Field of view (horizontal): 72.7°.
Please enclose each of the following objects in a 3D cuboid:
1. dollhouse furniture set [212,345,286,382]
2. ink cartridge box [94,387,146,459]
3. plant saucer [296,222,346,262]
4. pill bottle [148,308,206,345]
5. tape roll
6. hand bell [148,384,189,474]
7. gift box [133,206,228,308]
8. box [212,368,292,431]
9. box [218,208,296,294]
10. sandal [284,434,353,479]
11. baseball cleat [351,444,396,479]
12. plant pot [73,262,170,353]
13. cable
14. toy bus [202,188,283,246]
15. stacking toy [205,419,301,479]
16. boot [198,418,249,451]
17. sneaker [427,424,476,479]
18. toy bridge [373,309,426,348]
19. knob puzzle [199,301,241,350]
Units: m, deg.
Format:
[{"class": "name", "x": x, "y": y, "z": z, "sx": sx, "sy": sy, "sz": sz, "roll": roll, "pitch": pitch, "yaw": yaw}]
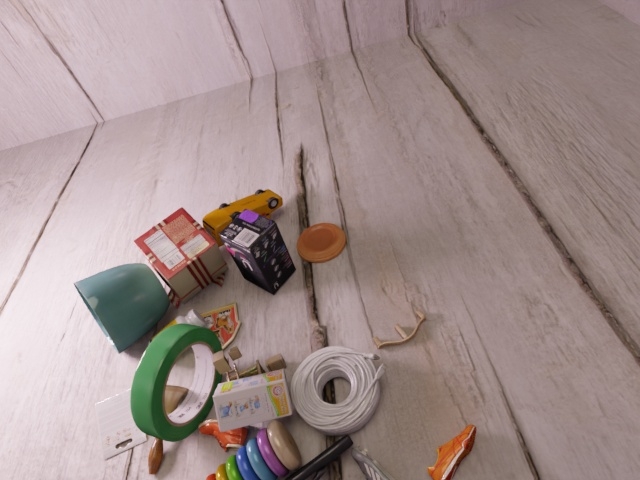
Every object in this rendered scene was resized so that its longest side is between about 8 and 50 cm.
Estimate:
[{"class": "dollhouse furniture set", "x": -0.209, "y": 0.389, "z": 1.322, "sx": 0.181, "sy": 0.161, "sz": 0.101, "roll": -25, "pitch": 32, "yaw": -4}, {"class": "ink cartridge box", "x": -0.630, "y": 0.580, "z": 1.392, "sx": 0.145, "sy": 0.045, "sz": 0.179, "roll": -23, "pitch": 65, "yaw": -5}, {"class": "plant saucer", "x": 0.000, "y": 0.000, "z": 1.708, "sx": 0.199, "sy": 0.037, "sz": 0.200, "roll": -9, "pitch": 48, "yaw": 10}, {"class": "pill bottle", "x": -0.489, "y": 0.326, "z": 1.503, "sx": 0.184, "sy": 0.103, "sz": 0.103, "roll": -41, "pitch": 50, "yaw": -7}, {"class": "tape roll", "x": -0.405, "y": 0.407, "z": 1.269, "sx": 0.077, "sy": 0.321, "sz": 0.321, "roll": 6, "pitch": 51, "yaw": 22}, {"class": "hand bell", "x": -0.481, "y": 0.572, "z": 1.318, "sx": 0.126, "sy": 0.126, "sz": 0.242, "roll": -6, "pitch": 61, "yaw": 12}, {"class": "gift box", "x": -0.514, "y": 0.084, "z": 1.650, "sx": 0.255, "sy": 0.258, "sz": 0.276, "roll": -36, "pitch": 68, "yaw": -18}, {"class": "box", "x": -0.189, "y": 0.451, "z": 1.241, "sx": 0.203, "sy": 0.114, "sz": 0.103, "roll": -12, "pitch": 90, "yaw": -6}, {"class": "box", "x": -0.222, "y": 0.044, "z": 1.574, "sx": 0.165, "sy": 0.270, "sz": 0.143, "roll": 24, "pitch": 59, "yaw": 33}, {"class": "sandal", "x": -0.016, "y": 0.608, "z": 1.135, "sx": 0.254, "sy": 0.097, "sz": 0.054, "roll": -32, "pitch": 74, "yaw": -11}, {"class": "baseball cleat", "x": 0.139, "y": 0.616, "z": 1.089, "sx": 0.205, "sy": 0.072, "sz": 0.109, "roll": 26, "pitch": 67, "yaw": 38}, {"class": "plant pot", "x": -0.693, "y": 0.218, "z": 1.568, "sx": 0.235, "sy": 0.293, "sz": 0.293, "roll": -33, "pitch": 47, "yaw": -30}, {"class": "cable", "x": 0.045, "y": 0.431, "z": 1.272, "sx": 0.257, "sy": 0.089, "sz": 0.257, "roll": 13, "pitch": 55, "yaw": 28}, {"class": "toy bus", "x": -0.312, "y": -0.099, "z": 1.791, "sx": 0.332, "sy": 0.130, "sz": 0.108, "roll": -27, "pitch": 43, "yaw": -35}, {"class": "stacking toy", "x": -0.219, "y": 0.632, "z": 1.160, "sx": 0.330, "sy": 0.141, "sz": 0.141, "roll": -34, "pitch": 48, "yaw": -4}, {"class": "boot", "x": -0.290, "y": 0.571, "z": 1.272, "sx": 0.157, "sy": 0.059, "sz": 0.085, "roll": -3, "pitch": 53, "yaw": 13}, {"class": "sneaker", "x": 0.336, "y": 0.533, "z": 1.110, "sx": 0.175, "sy": 0.064, "sz": 0.067, "roll": -40, "pitch": 40, "yaw": -22}, {"class": "toy bridge", "x": 0.256, "y": 0.292, "z": 1.374, "sx": 0.188, "sy": 0.026, "sz": 0.063, "roll": -30, "pitch": 49, "yaw": -10}, {"class": "knob puzzle", "x": -0.376, "y": 0.316, "z": 1.544, "sx": 0.213, "sy": 0.030, "sz": 0.213, "roll": -8, "pitch": 47, "yaw": 9}]
